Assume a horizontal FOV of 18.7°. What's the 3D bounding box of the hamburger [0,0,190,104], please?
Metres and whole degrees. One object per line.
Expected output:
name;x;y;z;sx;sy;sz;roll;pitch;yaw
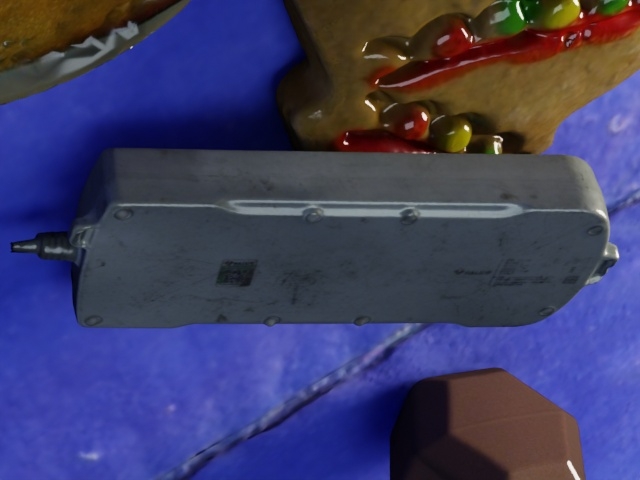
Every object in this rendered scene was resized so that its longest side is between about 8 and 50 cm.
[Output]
hamburger;-0.092;-0.122;0.498;0.177;0.113;0.185;-32;150;-13

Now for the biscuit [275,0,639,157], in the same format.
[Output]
biscuit;0.062;-0.087;0.693;0.212;0.041;0.239;1;129;-38

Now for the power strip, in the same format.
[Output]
power strip;0.000;0.000;0.707;0.226;0.029;0.080;0;144;-17

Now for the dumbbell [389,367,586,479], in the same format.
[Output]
dumbbell;0.050;0.164;0.910;0.092;0.082;0.231;-5;133;-31
